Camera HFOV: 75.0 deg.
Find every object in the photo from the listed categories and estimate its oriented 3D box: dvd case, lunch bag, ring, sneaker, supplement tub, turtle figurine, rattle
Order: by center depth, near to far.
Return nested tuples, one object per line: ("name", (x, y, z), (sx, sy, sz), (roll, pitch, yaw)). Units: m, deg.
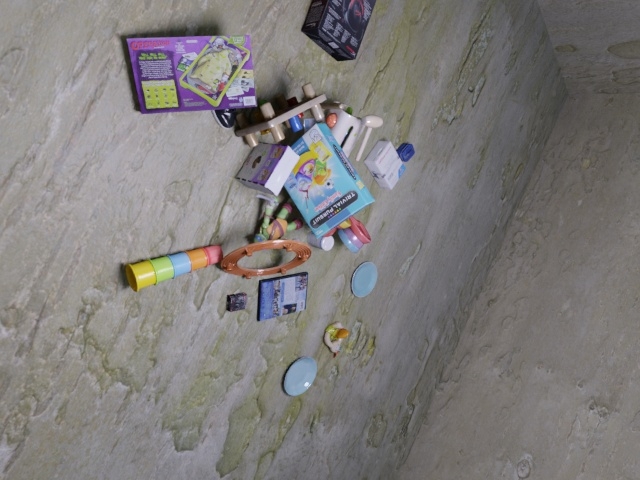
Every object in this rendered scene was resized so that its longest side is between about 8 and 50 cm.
("sneaker", (-0.304, -0.475, 1.369), (0.079, 0.121, 0.217), (-21, 117, -35))
("ring", (-0.195, 0.079, 1.536), (0.336, 0.336, 0.032), (10, 60, -43))
("turtle figurine", (-0.121, -0.076, 1.590), (0.266, 0.197, 0.275), (-43, 165, -42))
("dvd case", (-0.160, 0.238, 1.800), (0.253, 0.022, 0.180), (-7, 107, -40))
("supplement tub", (0.000, 0.000, 1.808), (0.071, 0.107, 0.071), (-16, 114, -39))
("rattle", (0.105, 0.509, 2.053), (0.130, 0.142, 0.200), (-30, 117, -54))
("lunch bag", (0.427, -0.440, 2.080), (0.098, 0.065, 0.067), (-49, 130, -19))

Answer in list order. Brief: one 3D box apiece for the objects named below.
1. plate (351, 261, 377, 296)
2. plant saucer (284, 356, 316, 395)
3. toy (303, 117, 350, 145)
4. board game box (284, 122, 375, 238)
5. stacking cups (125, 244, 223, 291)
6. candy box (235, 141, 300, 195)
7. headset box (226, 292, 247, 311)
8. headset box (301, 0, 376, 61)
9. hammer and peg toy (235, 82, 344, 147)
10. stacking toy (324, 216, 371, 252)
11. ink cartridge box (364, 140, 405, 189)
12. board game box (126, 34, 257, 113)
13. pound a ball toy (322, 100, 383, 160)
("plate", (0.220, 0.197, 2.129), (0.188, 0.024, 0.188), (-14, 113, -38))
("plant saucer", (-0.102, 0.634, 1.970), (0.195, 0.037, 0.195), (-15, 114, -38))
("toy", (0.041, -0.442, 1.737), (0.237, 0.056, 0.137), (-17, 113, -38))
("board game box", (0.002, -0.215, 1.533), (0.336, 0.253, 0.079), (58, 33, 4))
("stacking cups", (-0.481, 0.076, 1.410), (0.316, 0.096, 0.096), (-21, 117, -38))
("candy box", (-0.191, -0.259, 1.488), (0.070, 0.196, 0.165), (38, 78, -43))
("headset box", (-0.326, 0.242, 1.644), (0.083, 0.032, 0.062), (-4, 106, -40))
("headset box", (0.081, -0.880, 1.593), (0.218, 0.110, 0.293), (19, 91, -44))
("hammer and peg toy", (-0.100, -0.460, 1.461), (0.361, 0.266, 0.127), (-36, 114, -27))
("stacking toy", (0.064, -0.087, 1.785), (0.130, 0.280, 0.309), (-38, 138, 15))
("ink cartridge box", (0.310, -0.359, 1.988), (0.140, 0.082, 0.191), (-54, 131, -15))
("board game box", (-0.375, -0.499, 1.253), (0.346, 0.056, 0.208), (-8, 115, -13))
("pound a ball toy", (0.069, -0.381, 1.592), (0.135, 0.208, 0.319), (5, 129, -37))
